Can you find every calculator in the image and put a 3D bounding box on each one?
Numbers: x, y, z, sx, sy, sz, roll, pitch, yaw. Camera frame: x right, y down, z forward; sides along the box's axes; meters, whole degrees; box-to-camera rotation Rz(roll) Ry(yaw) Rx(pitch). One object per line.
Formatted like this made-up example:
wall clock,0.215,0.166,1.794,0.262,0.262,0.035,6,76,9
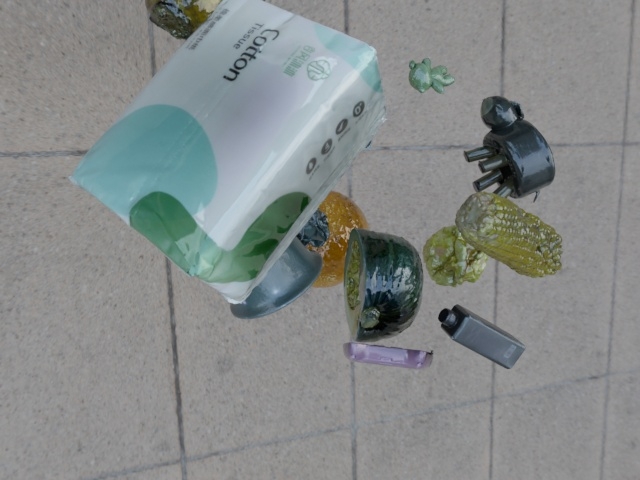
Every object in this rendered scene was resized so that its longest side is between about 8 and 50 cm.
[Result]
calculator,0.145,0.253,1.069,0.194,0.294,0.043,4,77,9

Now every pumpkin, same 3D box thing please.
pumpkin,0.177,0.122,1.297,0.196,0.263,0.293,0,132,-6

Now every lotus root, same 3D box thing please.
lotus root,-0.209,-0.534,0.998,0.196,0.179,0.397,41,51,-24

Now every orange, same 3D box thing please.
orange,0.000,0.000,1.628,0.340,0.340,0.293,-36,139,-10

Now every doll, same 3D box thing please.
doll,0.304,-0.448,1.351,0.150,0.077,0.115,-14,77,-29

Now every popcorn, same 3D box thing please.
popcorn,0.488,0.058,1.757,0.259,0.259,0.212,23,66,-19

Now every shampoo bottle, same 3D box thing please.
shampoo bottle,0.409,0.243,1.262,0.246,0.079,0.080,30,97,-19

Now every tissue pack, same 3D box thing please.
tissue pack,-0.115,-0.128,0.667,0.266,0.194,0.356,33,81,24

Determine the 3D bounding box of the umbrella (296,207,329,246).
umbrella,-0.141,-0.008,1.243,0.348,0.094,0.143,-23,78,21

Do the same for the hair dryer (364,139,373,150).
hair dryer,0.054,-0.248,1.182,0.137,0.082,0.047,-14,126,-41

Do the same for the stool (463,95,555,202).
stool,0.385,-0.181,1.033,0.139,0.153,0.228,-25,73,2

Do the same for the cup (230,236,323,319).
cup,-0.115,0.024,0.895,0.199,0.199,0.150,-33,114,-10

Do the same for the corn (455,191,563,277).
corn,0.300,-0.004,0.756,0.320,0.097,0.097,18,93,-48
